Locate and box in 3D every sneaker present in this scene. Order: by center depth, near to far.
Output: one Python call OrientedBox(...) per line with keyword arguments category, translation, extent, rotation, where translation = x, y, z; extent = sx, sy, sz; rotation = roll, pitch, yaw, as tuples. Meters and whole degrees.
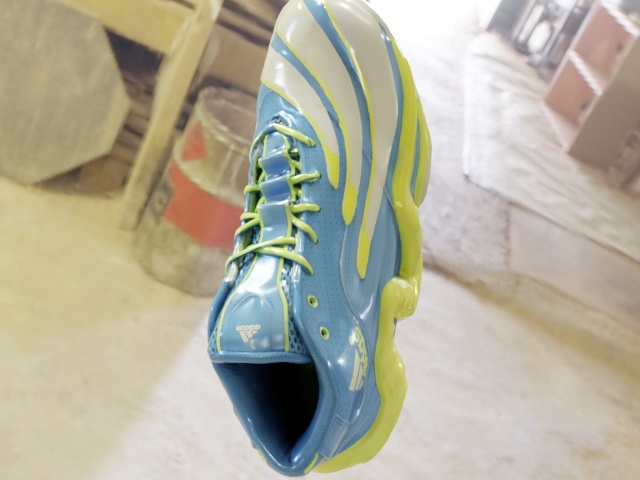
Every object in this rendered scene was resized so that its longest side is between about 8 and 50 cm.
OrientedBox(category="sneaker", translation=(0.000, 0.000, 0.524), extent=(0.091, 0.240, 0.126), rotation=(-3, 7, 17))
